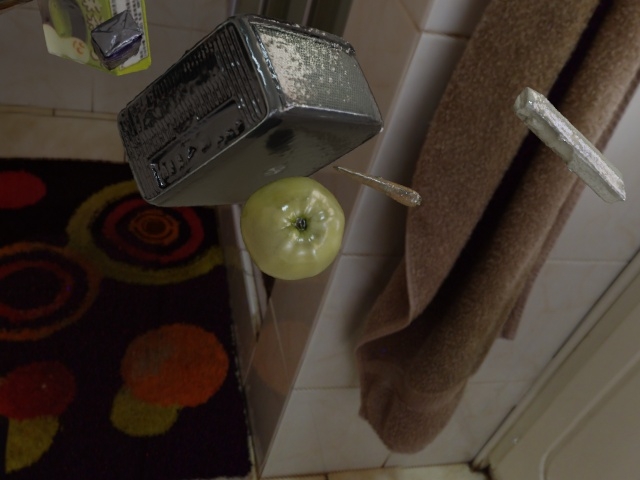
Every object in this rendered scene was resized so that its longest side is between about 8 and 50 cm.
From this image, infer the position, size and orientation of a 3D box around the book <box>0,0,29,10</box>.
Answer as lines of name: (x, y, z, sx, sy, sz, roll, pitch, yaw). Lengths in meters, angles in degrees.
book: (-0.522, -0.398, 1.076, 0.374, 0.028, 0.262, -9, 23, 29)

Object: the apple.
apple: (-0.046, -0.022, 1.159, 0.200, 0.200, 0.200, 11, 43, -10)

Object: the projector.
projector: (-0.139, -0.249, 1.359, 0.405, 0.395, 0.242, -9, 75, -55)

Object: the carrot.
carrot: (0.151, -0.148, 1.759, 0.254, 0.049, 0.049, 21, 42, -8)

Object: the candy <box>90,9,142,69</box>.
candy: (-0.401, -0.386, 1.312, 0.088, 0.061, 0.312, -33, 17, -8)

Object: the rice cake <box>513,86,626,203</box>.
rice cake: (0.417, -0.153, 1.106, 0.256, 0.052, 0.057, 37, 32, -18)

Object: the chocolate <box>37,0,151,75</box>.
chocolate: (-0.629, -0.622, 1.819, 0.288, 0.301, 0.137, 20, 46, 16)
